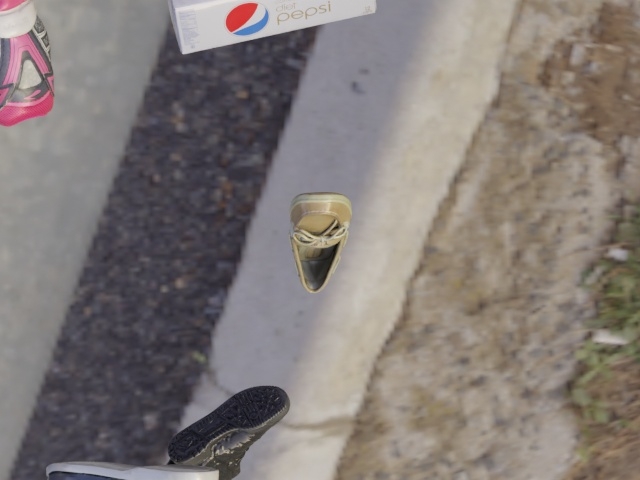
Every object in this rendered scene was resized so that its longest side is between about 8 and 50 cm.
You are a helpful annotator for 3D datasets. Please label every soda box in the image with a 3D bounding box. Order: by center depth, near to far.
[{"bbox_3d":[-0.053,-0.267,1.773,0.216,0.069,0.074,-13,51,-6],"label":"soda box"}]

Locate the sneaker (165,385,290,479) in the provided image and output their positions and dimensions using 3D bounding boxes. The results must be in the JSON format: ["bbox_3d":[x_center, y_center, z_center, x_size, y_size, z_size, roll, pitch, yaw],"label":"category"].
[{"bbox_3d":[-0.103,0.221,1.807,0.170,0.089,0.051,-28,55,-3],"label":"sneaker"}]

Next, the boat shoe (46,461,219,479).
[{"bbox_3d":[-0.197,0.269,1.729,0.255,0.095,0.079,-4,83,41],"label":"boat shoe"}]

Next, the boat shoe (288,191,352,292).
[{"bbox_3d":[-0.002,0.000,1.473,0.056,0.153,0.048,0,69,-7],"label":"boat shoe"}]

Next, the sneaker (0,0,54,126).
[{"bbox_3d":[-0.302,-0.130,1.255,0.299,0.121,0.112,0,110,55],"label":"sneaker"}]
